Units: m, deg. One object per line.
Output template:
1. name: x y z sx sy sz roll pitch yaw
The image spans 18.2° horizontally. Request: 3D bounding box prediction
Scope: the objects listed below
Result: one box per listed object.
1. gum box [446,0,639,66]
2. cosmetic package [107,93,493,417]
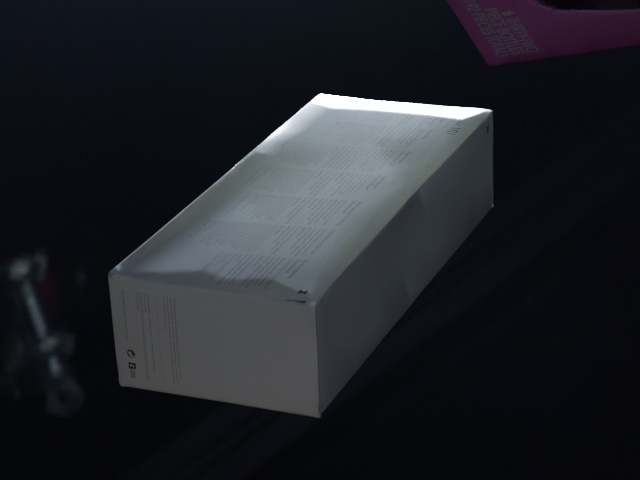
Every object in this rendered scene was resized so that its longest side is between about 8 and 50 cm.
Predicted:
1. gum box: 0.087 -0.123 0.412 0.107 0.062 0.188 -5 -130 32
2. cosmetic package: 0.000 0.000 0.936 0.099 0.060 0.239 5 -155 22
